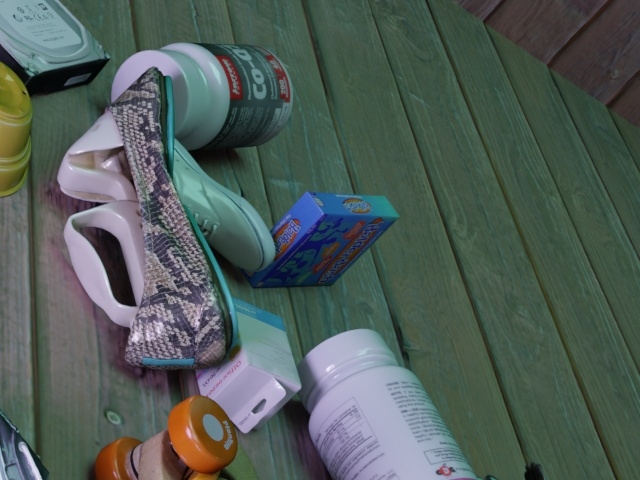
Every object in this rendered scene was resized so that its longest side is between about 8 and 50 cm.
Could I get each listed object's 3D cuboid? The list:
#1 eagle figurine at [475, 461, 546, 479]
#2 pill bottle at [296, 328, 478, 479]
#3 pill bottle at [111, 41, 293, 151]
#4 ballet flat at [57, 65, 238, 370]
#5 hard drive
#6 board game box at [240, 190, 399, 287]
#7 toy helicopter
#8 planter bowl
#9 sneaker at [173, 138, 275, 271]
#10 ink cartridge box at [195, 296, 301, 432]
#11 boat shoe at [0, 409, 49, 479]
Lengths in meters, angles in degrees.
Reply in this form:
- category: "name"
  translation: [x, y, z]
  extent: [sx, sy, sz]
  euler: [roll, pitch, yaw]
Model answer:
- category: "eagle figurine"
  translation: [0.332, 0.433, 2.224]
  extent: [0.298, 0.225, 0.226]
  euler: [23, -33, 32]
- category: "pill bottle"
  translation: [0.083, 0.260, 2.093]
  extent: [0.160, 0.160, 0.283]
  euler: [15, 37, -47]
- category: "pill bottle"
  translation: [-0.175, -0.215, 2.473]
  extent: [0.161, 0.161, 0.283]
  euler: [50, 25, 15]
- category: "ballet flat"
  translation: [-0.237, -0.040, 2.094]
  extent: [0.182, 0.164, 0.483]
  euler: [-5, 51, -15]
- category: "hard drive"
  translation: [-0.476, -0.348, 2.348]
  extent: [0.339, 0.064, 0.237]
  euler: [46, 24, 7]
- category: "board game box"
  translation: [0.000, 0.000, 2.394]
  extent: [0.047, 0.160, 0.210]
  euler: [54, 26, 21]
- category: "toy helicopter"
  translation: [-0.102, 0.353, 1.743]
  extent: [0.235, 0.140, 0.355]
  euler: [34, 35, -41]
- category: "planter bowl"
  translation: [-0.426, -0.167, 2.061]
  extent: [0.217, 0.090, 0.217]
  euler: [37, 30, -26]
- category: "sneaker"
  translation: [-0.178, -0.042, 2.298]
  extent: [0.258, 0.094, 0.091]
  euler: [42, 40, 8]
- category: "ink cartridge box"
  translation: [-0.094, 0.159, 2.068]
  extent: [0.090, 0.092, 0.143]
  euler: [26, 28, -33]
- category: "boat shoe"
  translation: [-0.310, 0.235, 1.592]
  extent: [0.102, 0.108, 0.301]
  euler: [9, 44, -52]
